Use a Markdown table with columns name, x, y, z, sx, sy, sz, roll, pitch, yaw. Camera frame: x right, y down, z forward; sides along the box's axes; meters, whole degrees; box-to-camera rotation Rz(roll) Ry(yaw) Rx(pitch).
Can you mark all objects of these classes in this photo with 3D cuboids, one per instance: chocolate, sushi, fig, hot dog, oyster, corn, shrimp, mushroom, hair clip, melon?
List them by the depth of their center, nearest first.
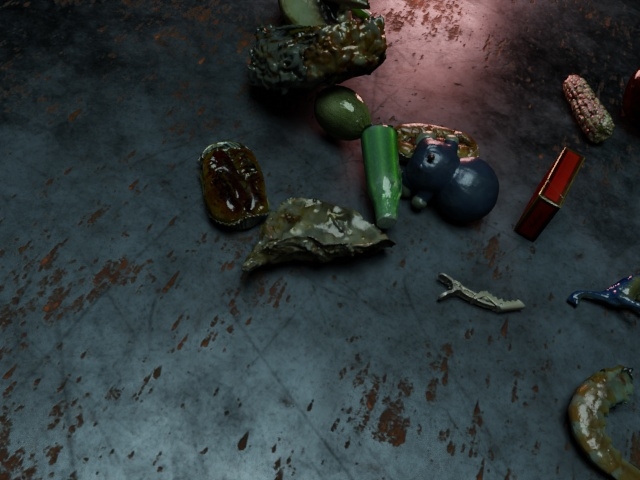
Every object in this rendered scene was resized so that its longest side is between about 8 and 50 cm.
| name | x | y | z | sx | sy | sz | roll | pitch | yaw |
| --- | --- | --- | --- | --- | --- | --- | --- | --- | --- |
| shrimp | 0.633 | 0.410 | 1.406 | 0.185 | 0.068 | 0.287 | -1 | 55 | -13 |
| oyster | -0.020 | -0.015 | 1.553 | 0.395 | 0.111 | 0.204 | -5 | 40 | -22 |
| hair clip | 0.388 | 0.144 | 1.568 | 0.225 | 0.034 | 0.072 | 20 | 55 | -1 |
| hot dog | -0.213 | -0.143 | 1.605 | 0.162 | 0.082 | 0.271 | -5 | 54 | -19 |
| chocolate | 0.163 | -0.165 | 1.692 | 0.110 | 0.110 | 0.291 | 5 | 58 | -10 |
| melon | 0.056 | -0.357 | 1.800 | 0.139 | 0.139 | 0.192 | -33 | 65 | -32 |
| sushi | -0.013 | -0.534 | 1.821 | 0.417 | 0.176 | 0.417 | -6 | 23 | 2 |
| hot dog | 0.321 | -0.271 | 1.842 | 0.267 | 0.075 | 0.144 | 3 | 55 | -9 |
| fig | 1.095 | -0.461 | 2.076 | 0.235 | 0.235 | 0.214 | 28 | 51 | 8 |
| mushroom | 0.007 | -0.734 | 2.094 | 0.291 | 0.212 | 0.217 | -7 | 10 | -5 |
| corn | 0.864 | -0.427 | 2.096 | 0.092 | 0.092 | 0.281 | 1 | 50 | -13 |

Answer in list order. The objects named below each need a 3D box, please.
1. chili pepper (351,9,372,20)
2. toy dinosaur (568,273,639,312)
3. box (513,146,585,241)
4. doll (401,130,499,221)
| name | x | y | z | sx | sy | sz | roll | pitch | yaw |
| --- | --- | --- | --- | --- | --- | --- | --- | --- | --- |
| chili pepper | 0.092 | -0.814 | 2.215 | 0.201 | 0.050 | 0.052 | 45 | 17 | 15 |
| toy dinosaur | 0.765 | 0.110 | 1.672 | 0.188 | 0.075 | 0.248 | 27 | 57 | 16 |
| box | 0.622 | -0.127 | 1.759 | 0.074 | 0.153 | 0.240 | 34 | 53 | 7 |
| doll | 0.348 | -0.162 | 1.715 | 0.258 | 0.154 | 0.228 | 31 | 79 | -8 |
